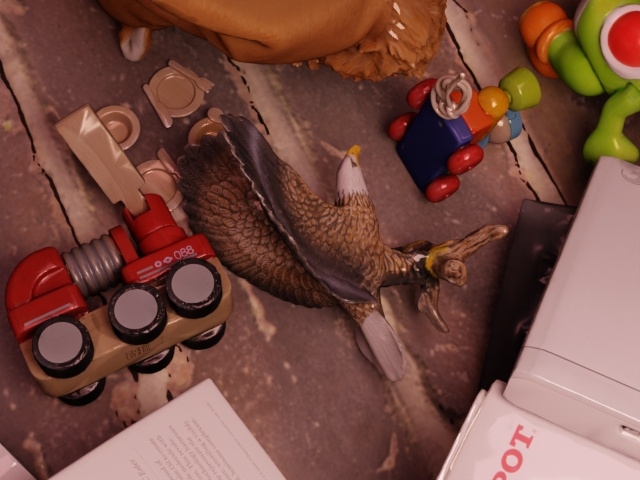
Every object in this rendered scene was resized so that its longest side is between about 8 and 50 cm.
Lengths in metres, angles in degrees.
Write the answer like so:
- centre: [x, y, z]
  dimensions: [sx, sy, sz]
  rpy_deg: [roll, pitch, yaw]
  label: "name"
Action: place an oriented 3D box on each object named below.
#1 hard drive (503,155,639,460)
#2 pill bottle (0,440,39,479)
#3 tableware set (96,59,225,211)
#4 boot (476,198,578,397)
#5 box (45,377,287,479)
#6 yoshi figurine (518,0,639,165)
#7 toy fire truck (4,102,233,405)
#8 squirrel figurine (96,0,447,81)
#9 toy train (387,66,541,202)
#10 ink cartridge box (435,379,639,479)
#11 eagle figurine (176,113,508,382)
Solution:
- centre: [0.329, 0.066, 1.069]
  dimensions: [0.233, 0.047, 0.353]
  rpy_deg: [23, 42, 10]
  label: "hard drive"
- centre: [-0.371, 0.283, 1.098]
  dimensions: [0.117, 0.117, 0.208]
  rpy_deg: [44, 73, 6]
  label: "pill bottle"
- centre: [-0.174, -0.116, 1.286]
  dimensions: [0.169, 0.020, 0.141]
  rpy_deg: [-40, 82, -15]
  label: "tableware set"
- centre: [0.335, 0.203, 1.203]
  dimensions: [0.367, 0.146, 0.445]
  rpy_deg: [17, 68, -3]
  label: "boot"
- centre: [-0.186, 0.312, 1.010]
  dimensions: [0.345, 0.168, 0.215]
  rpy_deg: [-30, 78, -45]
  label: "box"
- centre: [0.387, -0.161, 1.234]
  dimensions: [0.203, 0.203, 0.362]
  rpy_deg: [-11, 38, -23]
  label: "yoshi figurine"
- centre: [-0.232, 0.010, 1.187]
  dimensions: [0.217, 0.158, 0.246]
  rpy_deg: [-24, 67, -12]
  label: "toy fire truck"
- centre: [-0.077, -0.276, 1.203]
  dimensions: [0.397, 0.370, 0.281]
  rpy_deg: [20, 76, -35]
  label: "squirrel figurine"
- centre: [0.175, -0.143, 1.219]
  dimensions: [0.143, 0.248, 0.105]
  rpy_deg: [-27, 79, -18]
  label: "toy train"
- centre: [0.259, 0.340, 0.991]
  dimensions: [0.395, 0.166, 0.285]
  rpy_deg: [26, 75, 12]
  label: "ink cartridge box"
- centre: [0.000, -0.009, 1.182]
  dimensions: [0.298, 0.226, 0.225]
  rpy_deg: [13, 35, -19]
  label: "eagle figurine"
